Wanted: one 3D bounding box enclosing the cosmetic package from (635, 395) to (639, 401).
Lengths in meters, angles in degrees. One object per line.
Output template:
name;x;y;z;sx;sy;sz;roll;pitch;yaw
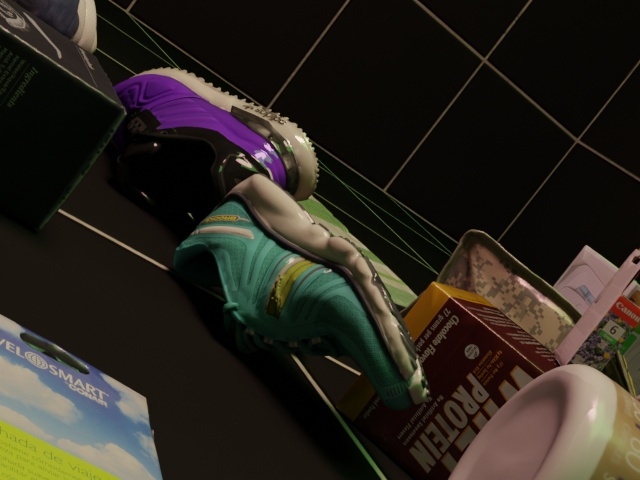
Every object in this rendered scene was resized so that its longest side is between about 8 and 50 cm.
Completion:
cosmetic package;0.308;0.231;0.826;0.127;0.107;0.238;27;57;-48

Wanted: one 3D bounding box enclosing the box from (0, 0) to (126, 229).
box;-0.255;-0.122;0.781;0.207;0.108;0.153;34;8;-27

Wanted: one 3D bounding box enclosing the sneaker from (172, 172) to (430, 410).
sneaker;-0.016;0.053;0.860;0.275;0.110;0.107;37;-21;46

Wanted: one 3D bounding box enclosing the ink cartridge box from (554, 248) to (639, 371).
ink cartridge box;0.241;0.063;0.935;0.029;0.115;0.063;37;8;0

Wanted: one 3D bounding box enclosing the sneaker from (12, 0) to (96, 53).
sneaker;-0.393;-0.318;1.354;0.323;0.130;0.236;37;-4;38

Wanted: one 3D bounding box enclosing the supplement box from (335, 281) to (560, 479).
supplement box;0.150;0.149;0.940;0.194;0.129;0.191;40;8;19

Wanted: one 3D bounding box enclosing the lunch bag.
lunch bag;0.239;0.141;1.232;0.287;0.169;0.235;40;1;16

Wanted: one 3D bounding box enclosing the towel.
towel;0.000;0.000;1.526;0.325;0.038;0.248;45;11;34

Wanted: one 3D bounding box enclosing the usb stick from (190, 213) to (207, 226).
usb stick;-0.067;0.016;1.061;0.077;0.045;0.278;34;8;-28

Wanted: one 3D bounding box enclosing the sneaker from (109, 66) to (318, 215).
sneaker;-0.153;-0.093;1.109;0.293;0.102;0.146;20;34;40

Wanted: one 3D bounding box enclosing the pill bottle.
pill bottle;0.204;0.204;0.643;0.264;0.153;0.153;37;7;-5

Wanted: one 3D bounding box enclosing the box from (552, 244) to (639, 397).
box;0.390;0.175;1.513;0.262;0.231;0.127;33;8;-31

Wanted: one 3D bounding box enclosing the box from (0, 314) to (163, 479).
box;-0.108;0.091;0.424;0.109;0.042;0.178;35;8;-24
